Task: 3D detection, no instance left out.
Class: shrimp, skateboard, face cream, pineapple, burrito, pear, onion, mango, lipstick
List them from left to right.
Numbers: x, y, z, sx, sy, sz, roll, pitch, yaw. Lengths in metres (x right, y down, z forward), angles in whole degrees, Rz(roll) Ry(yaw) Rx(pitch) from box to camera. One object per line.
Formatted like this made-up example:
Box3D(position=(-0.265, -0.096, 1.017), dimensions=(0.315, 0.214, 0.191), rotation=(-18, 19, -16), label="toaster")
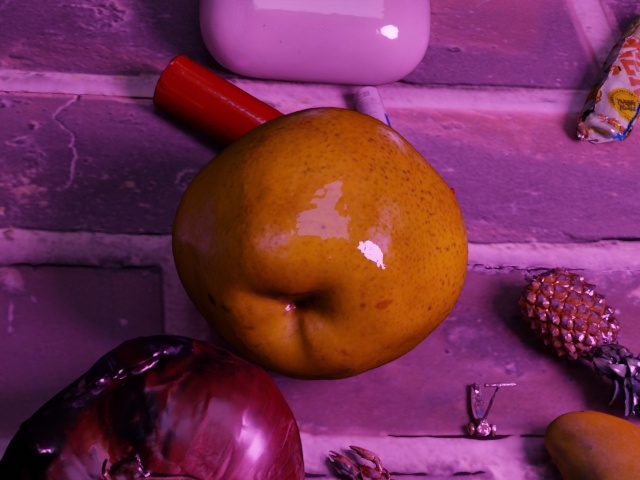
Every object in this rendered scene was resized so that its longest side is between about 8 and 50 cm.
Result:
Box3D(position=(-0.152, 0.205, 0.989), dimensions=(0.281, 0.221, 0.281), rotation=(-11, 32, 7), label="onion")
Box3D(position=(-0.067, -0.123, 1.348), dimensions=(0.280, 0.073, 0.073), rotation=(31, 53, 12), label="lipstick")
Box3D(position=(0.000, 0.000, 1.142), dimensions=(0.294, 0.294, 0.294), rotation=(6, 52, -7), label="pear")
Box3D(position=(0.048, 0.228, 1.122), dimensions=(0.038, 0.029, 0.092), rotation=(-35, 62, -31), label="shrimp")
Box3D(position=(0.071, -0.130, 1.402), dimensions=(0.034, 0.034, 0.130), rotation=(-5, 53, -15), label="face cream")
Box3D(position=(0.169, 0.153, 1.170), dimensions=(0.032, 0.083, 0.063), rotation=(4, 51, -8), label="skateboard")
Box3D(position=(0.298, 0.104, 1.232), dimensions=(0.221, 0.083, 0.103), rotation=(44, 28, 25), label="pineapple")
Box3D(position=(0.306, 0.243, 1.127), dimensions=(0.122, 0.085, 0.191), rotation=(-13, 57, -17), label="mango")
Box3D(position=(0.423, -0.214, 1.526), dimensions=(0.104, 0.054, 0.288), rotation=(26, 52, 9), label="burrito")

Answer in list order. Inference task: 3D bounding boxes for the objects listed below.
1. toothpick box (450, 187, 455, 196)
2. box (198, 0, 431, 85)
Box3D(position=(0.110, -0.044, 1.336), dimensions=(0.083, 0.047, 0.047), rotation=(9, 51, -3), label="toothpick box")
Box3D(position=(-0.006, -0.359, 1.470), dimensions=(0.289, 0.141, 0.348), rotation=(4, 65, -8), label="box")
